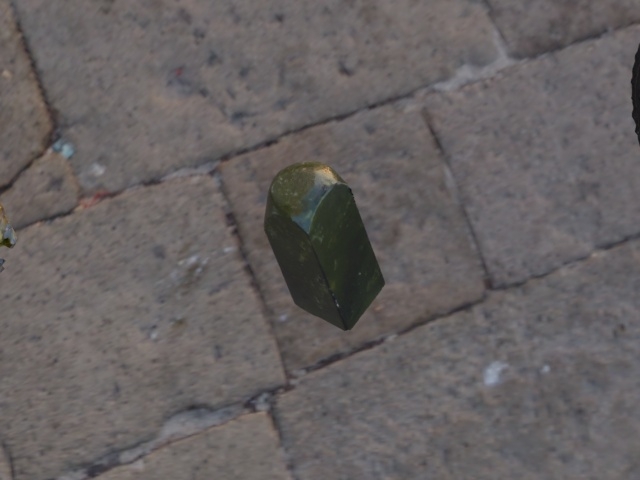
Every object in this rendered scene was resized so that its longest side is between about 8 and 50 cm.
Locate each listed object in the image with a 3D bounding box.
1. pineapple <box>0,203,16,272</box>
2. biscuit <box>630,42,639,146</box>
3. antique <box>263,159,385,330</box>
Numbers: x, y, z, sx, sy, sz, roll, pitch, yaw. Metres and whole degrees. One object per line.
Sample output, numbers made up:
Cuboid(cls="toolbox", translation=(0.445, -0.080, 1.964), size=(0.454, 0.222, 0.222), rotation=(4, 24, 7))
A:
Cuboid(cls="pineapple", translation=(-0.212, -0.034, 0.503), size=(0.225, 0.225, 0.076), rotation=(11, 73, -22))
Cuboid(cls="biscuit", translation=(0.324, -0.103, 1.151), size=(0.053, 0.194, 0.194), rotation=(-13, 85, -17))
Cuboid(cls="antique", translation=(0.000, 0.000, 1.519), size=(0.080, 0.221, 0.081), rotation=(25, 64, 30))
